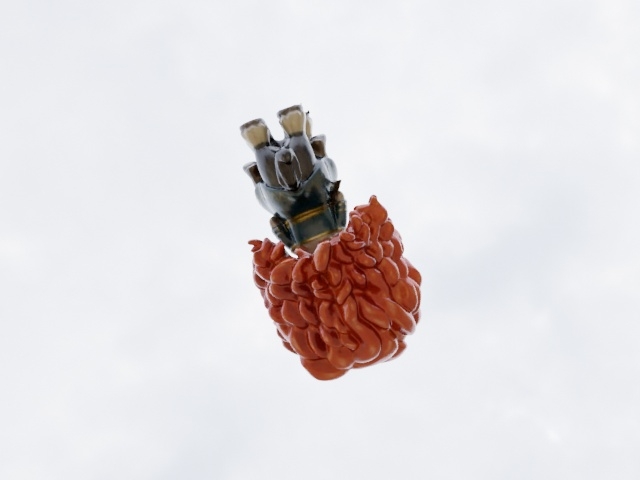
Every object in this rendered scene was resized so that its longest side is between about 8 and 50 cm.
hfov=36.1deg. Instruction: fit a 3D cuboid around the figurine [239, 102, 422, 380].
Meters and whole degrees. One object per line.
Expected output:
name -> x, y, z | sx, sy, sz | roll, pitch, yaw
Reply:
figurine -> -0.004, -0.006, 1.468 | 0.241, 0.412, 0.306 | -17, -30, -14
